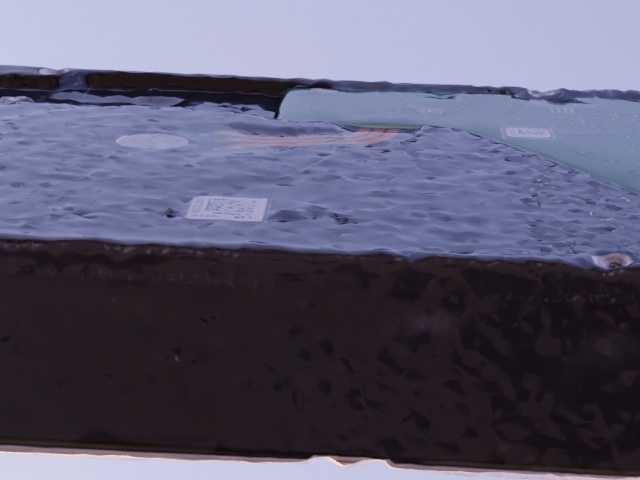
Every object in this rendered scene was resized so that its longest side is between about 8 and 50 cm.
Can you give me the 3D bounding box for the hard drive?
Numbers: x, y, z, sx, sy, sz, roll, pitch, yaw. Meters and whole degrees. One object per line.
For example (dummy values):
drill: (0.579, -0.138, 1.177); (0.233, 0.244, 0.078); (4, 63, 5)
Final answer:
hard drive: (0.000, 0.000, 0.544); (0.237, 0.339, 0.064); (-84, 176, -74)
